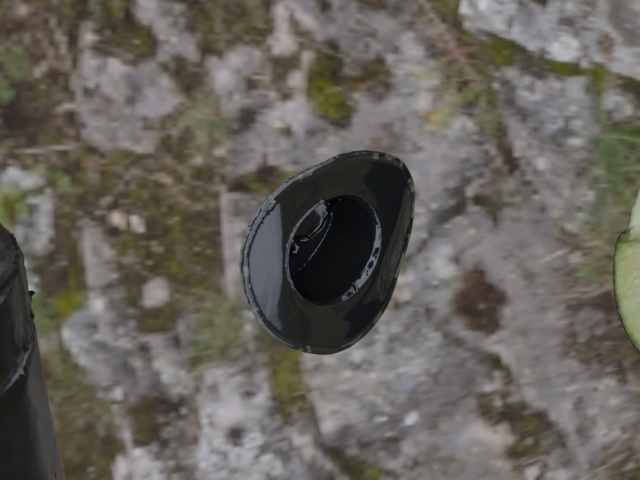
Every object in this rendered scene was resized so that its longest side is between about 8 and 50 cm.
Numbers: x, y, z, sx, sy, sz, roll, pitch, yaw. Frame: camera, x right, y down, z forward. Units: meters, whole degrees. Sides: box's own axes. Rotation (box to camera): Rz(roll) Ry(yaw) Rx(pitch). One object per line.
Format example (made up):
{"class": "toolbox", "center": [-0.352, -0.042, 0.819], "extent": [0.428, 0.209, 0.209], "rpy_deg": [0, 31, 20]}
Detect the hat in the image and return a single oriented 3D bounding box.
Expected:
{"class": "hat", "center": [0.000, 0.000, 1.057], "extent": [0.050, 0.121, 0.121], "rpy_deg": [23, 104, 49]}

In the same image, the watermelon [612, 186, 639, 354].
{"class": "watermelon", "center": [0.237, 0.040, 1.091], "extent": [0.193, 0.137, 0.145], "rpy_deg": [38, 81, 11]}

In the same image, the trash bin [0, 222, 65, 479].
{"class": "trash bin", "center": [-0.173, 0.159, 0.679], "extent": [0.202, 0.252, 0.302], "rpy_deg": [-4, 111, 15]}
